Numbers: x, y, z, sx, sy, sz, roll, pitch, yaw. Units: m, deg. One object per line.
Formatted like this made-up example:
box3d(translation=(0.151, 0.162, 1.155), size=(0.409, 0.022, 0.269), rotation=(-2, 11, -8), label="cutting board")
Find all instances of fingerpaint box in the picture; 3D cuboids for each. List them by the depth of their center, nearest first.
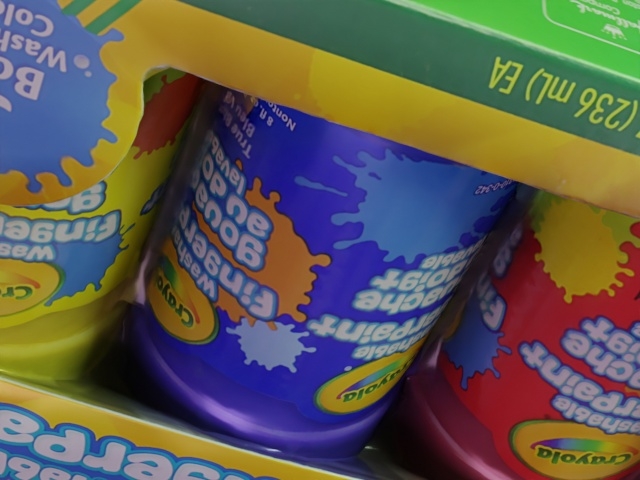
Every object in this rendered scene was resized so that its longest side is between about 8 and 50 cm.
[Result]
box3d(translation=(0.000, 0.000, 0.679), size=(0.445, 0.163, 0.371), rotation=(18, 132, -11), label="fingerpaint box")
